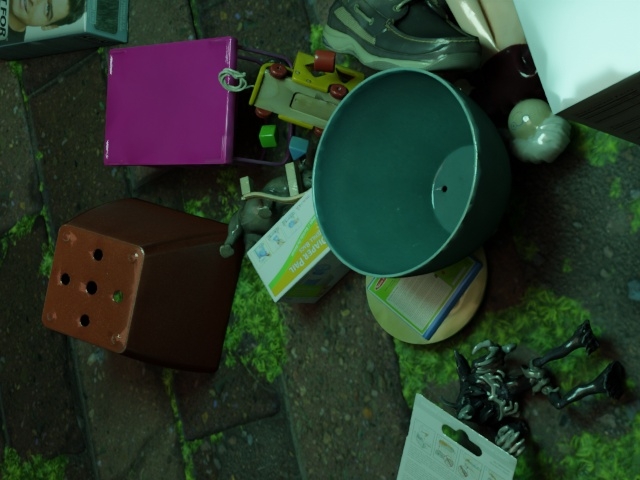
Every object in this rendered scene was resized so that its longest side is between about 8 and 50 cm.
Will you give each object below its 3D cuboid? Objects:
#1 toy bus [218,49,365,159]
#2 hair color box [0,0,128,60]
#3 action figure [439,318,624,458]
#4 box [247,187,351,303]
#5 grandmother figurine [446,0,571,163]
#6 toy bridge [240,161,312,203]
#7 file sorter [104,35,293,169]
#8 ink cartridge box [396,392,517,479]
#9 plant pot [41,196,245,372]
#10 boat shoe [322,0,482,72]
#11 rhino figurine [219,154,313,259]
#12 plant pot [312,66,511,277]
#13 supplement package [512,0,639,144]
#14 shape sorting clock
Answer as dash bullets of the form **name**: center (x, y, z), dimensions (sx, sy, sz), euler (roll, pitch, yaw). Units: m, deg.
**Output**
- **toy bus**: center (-0.029, -0.246, 1.780), dimensions (0.191, 0.202, 0.104), euler (-14, 40, 25)
- **hair color box**: center (-0.551, -0.478, 2.248), dimensions (0.374, 0.113, 0.185), euler (0, 86, 37)
- **action figure**: center (0.269, 0.207, 1.554), dimensions (0.275, 0.141, 0.164), euler (-28, 82, 31)
- **box**: center (0.000, 0.000, 1.790), dimensions (0.203, 0.114, 0.103), euler (-44, 63, 25)
- **grandmother figurine**: center (0.264, -0.260, 1.615), dimensions (0.208, 0.104, 0.342), euler (-47, 56, 51)
- **toy bridge**: center (-0.042, -0.093, 1.784), dimensions (0.188, 0.026, 0.063), euler (-17, 69, 17)
- **file sorter**: center (-0.204, -0.223, 1.920), dimensions (0.290, 0.182, 0.202), euler (2, 89, 38)
- **ink cartridge box**: center (0.201, 0.351, 1.604), dimensions (0.189, 0.066, 0.232), euler (31, 121, 36)
- **plant pot**: center (-0.322, 0.078, 1.924), dimensions (0.267, 0.236, 0.267), euler (16, 97, 25)
- **boat shoe**: center (0.109, -0.326, 1.657), dimensions (0.355, 0.132, 0.130), euler (29, 121, 53)
- **rhino figurine**: center (-0.070, -0.064, 1.862), dimensions (0.243, 0.073, 0.106), euler (-41, 22, 27)
- **plant pot**: center (0.158, -0.082, 1.591), dimensions (0.290, 0.195, 0.290), euler (-8, 78, 42)
- **supplement package**: center (0.402, -0.265, 1.405), dimensions (0.198, 0.262, 0.199), euler (-26, 71, 33)
- **shape sorting clock**: center (0.161, 0.056, 1.707), dimensions (0.206, 0.040, 0.206), euler (-6, 78, 29)
